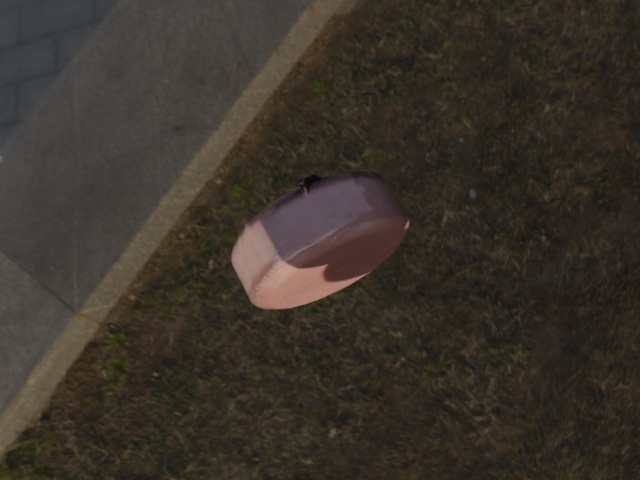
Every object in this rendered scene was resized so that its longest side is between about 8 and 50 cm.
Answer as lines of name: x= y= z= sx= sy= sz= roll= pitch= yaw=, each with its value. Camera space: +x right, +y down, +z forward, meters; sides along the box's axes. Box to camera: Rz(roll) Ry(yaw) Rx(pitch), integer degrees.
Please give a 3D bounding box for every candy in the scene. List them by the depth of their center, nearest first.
candy: x=0.000 y=0.000 z=1.054 sx=0.255 sy=0.255 sz=0.094 roll=-30 pitch=71 yaw=5
